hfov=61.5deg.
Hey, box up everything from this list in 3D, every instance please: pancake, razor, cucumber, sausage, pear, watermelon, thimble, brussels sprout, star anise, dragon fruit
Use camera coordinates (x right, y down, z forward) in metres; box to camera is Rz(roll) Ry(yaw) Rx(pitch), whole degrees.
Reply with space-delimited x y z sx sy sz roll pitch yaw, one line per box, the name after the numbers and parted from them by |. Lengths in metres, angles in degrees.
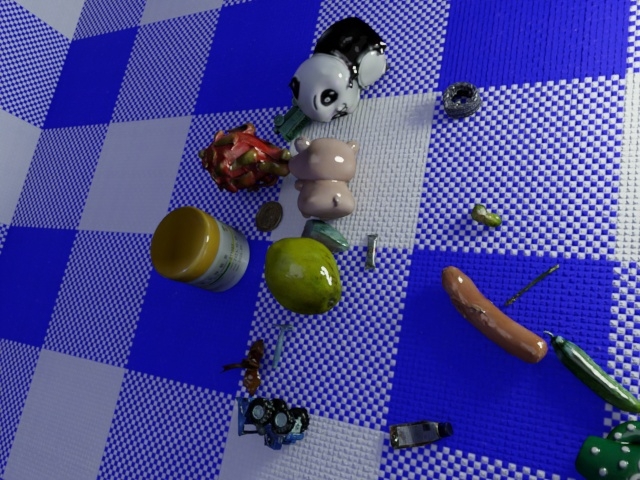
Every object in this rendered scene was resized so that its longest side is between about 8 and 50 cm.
-0.174 -0.081 1.803 0.115 0.011 0.114 -11 66 26 | pancake
-0.125 0.318 1.617 0.040 0.068 0.135 16 92 35 | razor
0.602 0.295 1.209 0.056 0.056 0.250 -47 57 8 | cucumber
0.414 0.185 1.337 0.326 0.079 0.087 44 108 34 | sausage
-0.051 0.102 1.555 0.269 0.212 0.212 41 95 28 | pear
0.003 -0.008 1.657 0.180 0.081 0.094 14 106 38 | watermelon
0.407 -0.406 1.555 0.104 0.066 0.095 -18 67 20 | thimble
0.438 -0.064 1.427 0.051 0.046 0.083 -32 49 -32 | brussels sprout
-0.242 0.372 1.623 0.144 0.158 0.140 8 113 5 | star anise
-0.249 -0.254 1.791 0.307 0.227 0.243 38 96 20 | dragon fruit

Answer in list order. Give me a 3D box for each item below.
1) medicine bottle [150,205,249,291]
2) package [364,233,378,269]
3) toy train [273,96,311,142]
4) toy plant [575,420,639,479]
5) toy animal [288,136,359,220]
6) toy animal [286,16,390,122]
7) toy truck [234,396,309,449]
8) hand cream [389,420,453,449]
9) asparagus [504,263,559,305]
-0.387 0.034 1.752 0.238 0.232 0.237 -11 68 27 | medicine bottle
0.150 0.034 1.577 0.037 0.015 0.110 -6 69 33 | package
-0.085 -0.417 1.837 0.172 0.070 0.099 -45 65 7 | toy train
0.649 0.482 1.078 0.232 0.112 0.243 -39 43 6 | toy plant
0.009 -0.179 1.618 0.229 0.210 0.221 -58 39 43 | toy animal
0.048 -0.520 1.696 0.310 0.251 0.251 -43 57 -2 | toy animal
-0.146 0.511 1.522 0.208 0.113 0.126 12 81 33 | toy truck
0.251 0.485 1.354 0.163 0.039 0.062 -20 66 29 | hand cream
0.524 0.111 1.339 0.166 0.013 0.016 -40 48 12 | asparagus
